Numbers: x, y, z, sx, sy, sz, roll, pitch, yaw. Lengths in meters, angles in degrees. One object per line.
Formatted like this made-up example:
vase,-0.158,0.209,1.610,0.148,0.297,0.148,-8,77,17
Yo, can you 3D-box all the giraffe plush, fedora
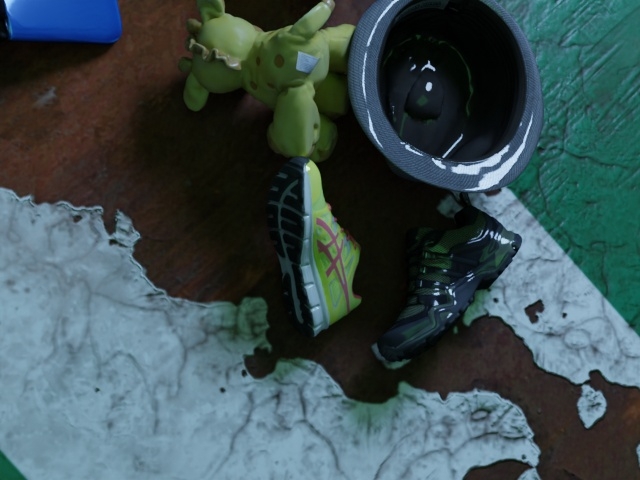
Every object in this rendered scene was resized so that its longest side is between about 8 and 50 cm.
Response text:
giraffe plush,-0.069,-0.195,1.380,0.170,0.210,0.181,16,80,19
fedora,0.133,-0.166,1.433,0.243,0.124,0.275,9,70,-15

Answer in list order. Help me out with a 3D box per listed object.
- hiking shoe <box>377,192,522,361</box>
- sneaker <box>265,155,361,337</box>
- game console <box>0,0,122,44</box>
hiking shoe,0.129,0.045,1.428,0.114,0.086,0.227,43,67,10
sneaker,0.000,0.000,1.379,0.094,0.081,0.208,-18,115,-27
game console,-0.395,-0.342,1.379,0.250,0.173,0.293,-14,82,15
